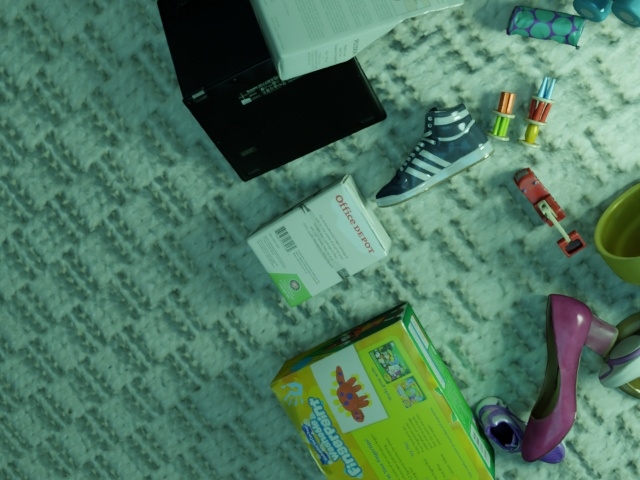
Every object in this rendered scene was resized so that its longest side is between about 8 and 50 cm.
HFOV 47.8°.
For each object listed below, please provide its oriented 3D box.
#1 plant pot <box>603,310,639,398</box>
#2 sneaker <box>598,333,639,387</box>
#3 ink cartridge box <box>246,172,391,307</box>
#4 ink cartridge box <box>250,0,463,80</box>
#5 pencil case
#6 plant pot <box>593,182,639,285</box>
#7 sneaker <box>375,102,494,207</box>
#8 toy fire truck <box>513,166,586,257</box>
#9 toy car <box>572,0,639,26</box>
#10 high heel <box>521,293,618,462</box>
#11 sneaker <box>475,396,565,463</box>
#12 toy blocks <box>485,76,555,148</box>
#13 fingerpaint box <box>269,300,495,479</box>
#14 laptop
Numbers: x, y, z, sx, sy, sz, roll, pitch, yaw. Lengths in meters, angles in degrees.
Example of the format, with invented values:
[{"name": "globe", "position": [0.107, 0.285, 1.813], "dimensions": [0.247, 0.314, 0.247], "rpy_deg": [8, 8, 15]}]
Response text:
[{"name": "plant pot", "position": [0.775, 0.270, 1.656], "dimensions": [0.236, 0.032, 0.236], "rpy_deg": [3, 107, 11]}, {"name": "sneaker", "position": [0.759, 0.254, 1.575], "dimensions": [0.305, 0.114, 0.152], "rpy_deg": [-37, 95, 19]}, {"name": "ink cartridge box", "position": [0.000, 0.000, 1.684], "dimensions": [0.272, 0.115, 0.198], "rpy_deg": [-30, 99, 18]}, {"name": "ink cartridge box", "position": [0.048, -0.521, 1.456], "dimensions": [0.384, 0.091, 0.308], "rpy_deg": [-18, 72, -8]}, {"name": "pencil case", "position": [0.464, -0.440, 1.487], "dimensions": [0.151, 0.070, 0.065], "rpy_deg": [13, 75, 8]}, {"name": "plant pot", "position": [0.739, 0.026, 1.492], "dimensions": [0.254, 0.254, 0.239], "rpy_deg": [-36, 113, 19]}, {"name": "sneaker", "position": [0.222, -0.193, 1.591], "dimensions": [0.282, 0.099, 0.153], "rpy_deg": [-28, 101, 14]}, {"name": "toy fire truck", "position": [0.490, -0.064, 1.556], "dimensions": [0.047, 0.135, 0.192], "rpy_deg": [-37, 97, 19]}, {"name": "toy car", "position": [0.662, -0.479, 1.399], "dimensions": [0.238, 0.210, 0.219], "rpy_deg": [31, 95, -30]}, {"name": "high heel", "position": [0.510, 0.311, 1.649], "dimensions": [0.181, 0.127, 0.377], "rpy_deg": [29, 87, -7]}, {"name": "sneaker", "position": [0.481, 0.477, 1.739], "dimensions": [0.236, 0.104, 0.095], "rpy_deg": [30, 108, 0]}, {"name": "toy blocks", "position": [0.432, -0.283, 1.546], "dimensions": [0.123, 0.054, 0.148], "rpy_deg": [15, 109, 6]}, {"name": "fingerpaint box", "position": [0.154, 0.432, 1.754], "dimensions": [0.371, 0.163, 0.445], "rpy_deg": [-30, 95, 18]}, {"name": "laptop", "position": [-0.112, -0.411, 1.636], "dimensions": [0.381, 0.236, 0.408], "rpy_deg": [-22, 130, 17]}]
